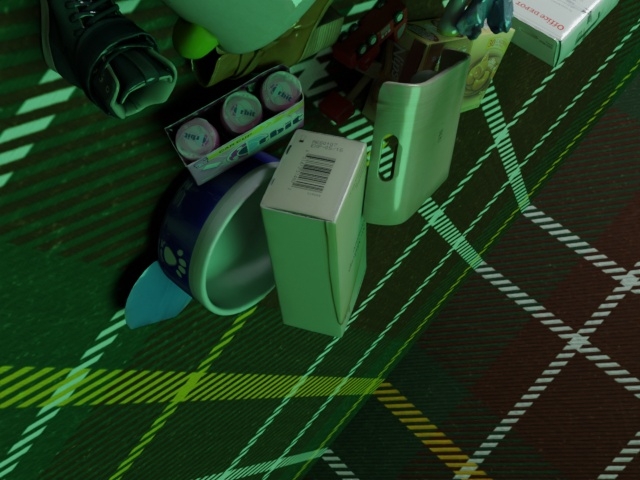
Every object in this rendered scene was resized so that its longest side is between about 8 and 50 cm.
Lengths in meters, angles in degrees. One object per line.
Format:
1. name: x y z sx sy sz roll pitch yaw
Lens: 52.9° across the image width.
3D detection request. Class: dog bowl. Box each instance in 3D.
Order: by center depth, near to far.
1. dog bowl: -0.130 -0.016 1.041 0.265 0.104 0.265 -43 151 -31

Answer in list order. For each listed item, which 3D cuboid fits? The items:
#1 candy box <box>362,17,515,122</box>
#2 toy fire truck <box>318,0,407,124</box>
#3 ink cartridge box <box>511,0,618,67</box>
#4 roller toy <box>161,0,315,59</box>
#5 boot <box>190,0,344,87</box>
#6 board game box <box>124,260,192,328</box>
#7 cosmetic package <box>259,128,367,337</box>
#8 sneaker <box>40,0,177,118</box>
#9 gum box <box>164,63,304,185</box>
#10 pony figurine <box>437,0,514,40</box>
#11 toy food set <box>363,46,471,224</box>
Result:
1. candy box: 0.234 -0.331 1.252 0.316 0.087 0.183 -23 144 -42
2. toy fire truck: 0.073 -0.300 1.082 0.192 0.047 0.135 -44 155 -13
3. ink cartridge box: 0.517 -0.504 1.388 0.218 0.158 0.092 -44 155 -10
4. roller toy: -0.081 -0.294 0.610 0.146 0.191 0.209 34 57 -36
5. boot: -0.063 -0.326 0.783 0.220 0.109 0.283 -29 156 -30
6. board game box: -0.265 0.075 1.067 0.168 0.033 0.133 -12 132 -58
7. cosmetic package: 0.000 0.000 0.994 0.309 0.113 0.160 83 24 -53
8. sneaker: -0.205 -0.221 0.603 0.086 0.163 0.226 -31 148 -31
9. gum box: -0.108 -0.157 0.881 0.188 0.062 0.107 -31 174 -7
10. pony figurine: 0.264 -0.487 0.931 0.351 0.302 0.363 -70 172 -46
11. toy food set: 0.151 -0.178 1.044 0.306 0.092 0.220 -41 143 -53
